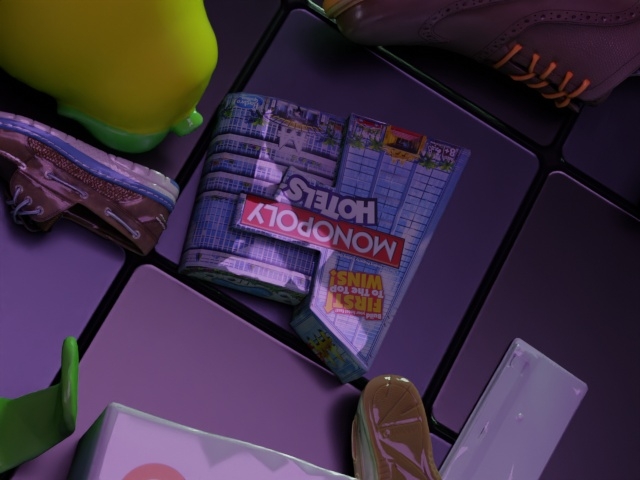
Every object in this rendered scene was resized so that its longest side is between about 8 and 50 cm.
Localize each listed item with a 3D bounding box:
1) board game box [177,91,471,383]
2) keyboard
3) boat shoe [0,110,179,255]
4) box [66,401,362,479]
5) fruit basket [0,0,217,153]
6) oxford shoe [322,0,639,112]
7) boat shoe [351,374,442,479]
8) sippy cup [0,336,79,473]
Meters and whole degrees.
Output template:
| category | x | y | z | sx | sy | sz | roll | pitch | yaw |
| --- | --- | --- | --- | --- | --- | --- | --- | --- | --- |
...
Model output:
| category | x | y | z | sx | sy | sz | roll | pitch | yaw |
| --- | --- | --- | --- | --- | --- | --- | --- | --- | --- |
| board game box | 0.000 | 0.000 | 1.198 | 0.194 | 0.060 | 0.194 | 16 | 71 | -12 |
| keyboard | 0.120 | 0.196 | 1.208 | 0.072 | 0.014 | 0.256 | 36 | 69 | -10 |
| boat shoe | -0.196 | -0.041 | 1.147 | 0.183 | 0.066 | 0.066 | 19 | 73 | -11 |
| box | -0.095 | 0.309 | 1.029 | 0.215 | 0.168 | 0.345 | 19 | 72 | -11 |
| fruit basket | -0.208 | -0.251 | 1.139 | 0.392 | 0.283 | 0.392 | -19 | 123 | -31 |
| oxford shoe | 0.181 | -0.171 | 1.264 | 0.364 | 0.130 | 0.132 | -6 | 84 | -18 |
| boat shoe | 0.058 | 0.187 | 1.165 | 0.063 | 0.059 | 0.170 | -1 | 71 | -14 |
| sippy cup | -0.319 | 0.082 | 0.972 | 0.305 | 0.224 | 0.240 | -30 | 77 | -30 |
